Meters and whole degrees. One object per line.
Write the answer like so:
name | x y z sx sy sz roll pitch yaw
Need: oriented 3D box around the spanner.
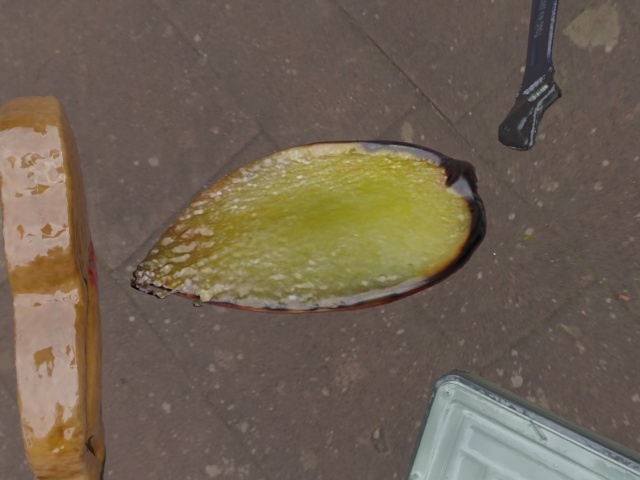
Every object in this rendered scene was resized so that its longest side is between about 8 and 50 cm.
spanner | 0.160 -0.149 0.459 0.046 0.012 0.208 -22 45 51

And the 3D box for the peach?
peach | 0.001 0.003 0.455 0.189 0.279 0.068 40 142 45

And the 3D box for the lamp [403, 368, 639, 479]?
lamp | 0.220 0.313 0.696 0.269 0.047 0.266 23 108 30

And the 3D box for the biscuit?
biscuit | -0.167 0.076 0.410 0.047 0.202 0.333 -5 116 -21
